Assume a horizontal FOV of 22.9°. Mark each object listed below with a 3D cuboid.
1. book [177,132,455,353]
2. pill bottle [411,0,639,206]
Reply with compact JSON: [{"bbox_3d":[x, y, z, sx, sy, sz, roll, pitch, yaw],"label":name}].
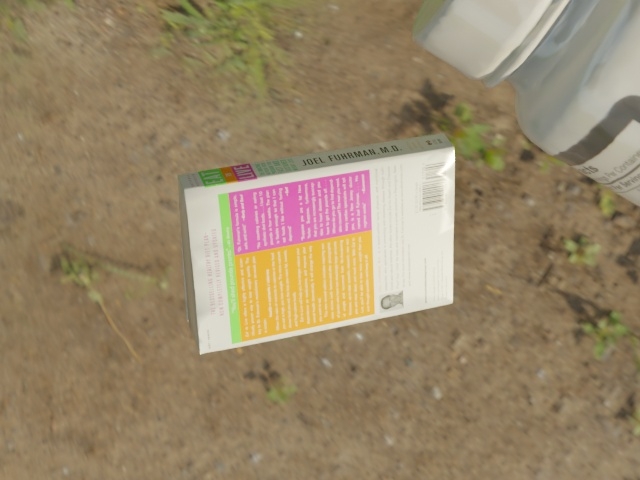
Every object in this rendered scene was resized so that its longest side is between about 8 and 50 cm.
[{"bbox_3d":[0.000,0.000,0.834,0.144,0.035,0.096,-9,120,-13],"label":"book"},{"bbox_3d":[0.255,-0.109,1.010,0.361,0.204,0.204,31,94,-7],"label":"pill bottle"}]
